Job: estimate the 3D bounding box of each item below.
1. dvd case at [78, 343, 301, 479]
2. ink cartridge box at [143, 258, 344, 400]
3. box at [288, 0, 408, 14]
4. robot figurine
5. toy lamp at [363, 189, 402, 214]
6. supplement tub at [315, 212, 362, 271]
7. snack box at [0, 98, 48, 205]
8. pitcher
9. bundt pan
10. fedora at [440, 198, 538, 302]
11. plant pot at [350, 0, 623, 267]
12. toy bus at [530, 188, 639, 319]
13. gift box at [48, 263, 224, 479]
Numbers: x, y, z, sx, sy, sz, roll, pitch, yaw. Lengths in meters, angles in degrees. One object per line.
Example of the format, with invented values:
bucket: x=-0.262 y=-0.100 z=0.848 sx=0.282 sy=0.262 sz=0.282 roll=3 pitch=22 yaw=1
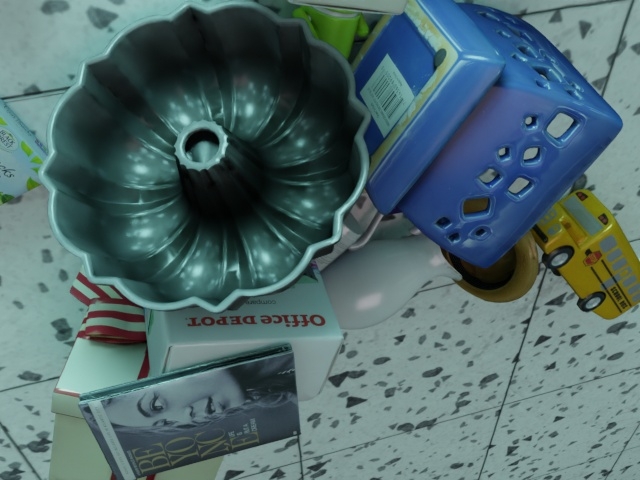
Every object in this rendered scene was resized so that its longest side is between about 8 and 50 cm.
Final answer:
dvd case: x=-0.133 y=0.195 z=0.717 sx=0.221 sy=0.018 sz=0.165 roll=-12 pitch=134 yaw=-10
ink cartridge box: x=-0.112 y=0.055 z=0.805 sx=0.201 sy=0.278 sz=0.117 roll=1 pitch=133 yaw=-23
box: x=-0.009 y=-0.289 z=0.514 sx=0.094 sy=0.275 sz=0.113 roll=-1 pitch=133 yaw=-23
robot figurine: x=0.008 y=-0.241 z=0.718 sx=0.101 sy=0.067 sz=0.115 roll=-24 pitch=145 yaw=-40
toy lamp: x=0.027 y=-0.080 z=0.874 sx=0.274 sy=0.080 sz=0.080 roll=4 pitch=131 yaw=-24
supplement tub: x=0.000 y=0.000 z=0.946 sx=0.107 sy=0.071 sz=0.071 roll=-40 pitch=133 yaw=19
snack box: x=-0.378 y=-0.106 z=0.717 sx=0.100 sy=0.037 sz=0.141 roll=-27 pitch=136 yaw=3
pitcher: x=0.089 y=0.030 z=0.990 sx=0.207 sy=0.125 sz=0.178 roll=-26 pitch=108 yaw=-1
bundt pan: x=-0.107 y=-0.076 z=0.679 sx=0.330 sy=0.331 sz=0.124 roll=-23 pitch=162 yaw=1
fedora: x=0.270 y=0.004 z=1.025 sx=0.079 sy=0.194 sz=0.194 roll=-37 pitch=148 yaw=-37
plant pot: x=0.150 y=-0.143 z=0.748 sx=0.212 sy=0.236 sz=0.236 roll=17 pitch=126 yaw=-32
toy bus: x=0.458 y=0.022 z=1.121 sx=0.130 sy=0.108 sz=0.332 roll=-38 pitch=134 yaw=15
gift box: x=-0.234 y=0.179 z=0.908 sx=0.255 sy=0.276 sz=0.258 roll=12 pitch=131 yaw=-14
